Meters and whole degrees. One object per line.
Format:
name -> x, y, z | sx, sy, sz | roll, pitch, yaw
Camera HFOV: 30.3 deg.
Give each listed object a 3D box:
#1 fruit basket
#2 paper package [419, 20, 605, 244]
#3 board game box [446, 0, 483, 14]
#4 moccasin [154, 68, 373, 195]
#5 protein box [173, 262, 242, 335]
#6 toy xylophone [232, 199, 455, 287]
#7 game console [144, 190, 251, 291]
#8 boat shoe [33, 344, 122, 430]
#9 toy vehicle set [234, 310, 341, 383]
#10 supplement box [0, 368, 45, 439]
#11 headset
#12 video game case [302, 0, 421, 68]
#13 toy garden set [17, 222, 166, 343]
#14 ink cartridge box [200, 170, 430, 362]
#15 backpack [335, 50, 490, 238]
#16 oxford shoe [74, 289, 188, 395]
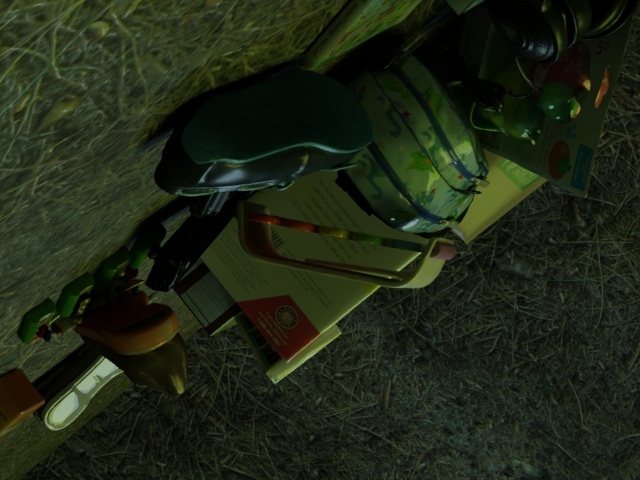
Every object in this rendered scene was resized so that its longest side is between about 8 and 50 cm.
fruit basket -> 0.330, -0.262, 1.756 | 0.353, 0.166, 0.326 | -129, -132, -67
paper package -> 0.284, -0.212, 2.101 | 0.325, 0.309, 0.168 | -40, 134, 17
board game box -> 0.337, -0.460, 1.554 | 0.319, 0.066, 0.318 | -36, 176, -39
moccasin -> -0.070, -0.125, 1.384 | 0.117, 0.137, 0.342 | -36, 165, 34
protein box -> -0.184, 0.087, 2.603 | 0.201, 0.136, 0.200 | -39, 176, 9
toy xylophone -> 0.035, 0.011, 1.728 | 0.236, 0.323, 0.081 | 8, 93, -79
game console -> -0.136, -0.073, 1.646 | 0.213, 0.044, 0.361 | -52, 178, -37
boat shoe -> -0.447, 0.236, 2.368 | 0.335, 0.095, 0.112 | -42, 142, -17
toy vehicle set -> -0.071, 0.172, 2.394 | 0.166, 0.035, 0.267 | -38, -153, -2
supplement box -> -0.577, 0.317, 1.998 | 0.233, 0.078, 0.080 | -41, 176, 23
headset -> 0.290, -0.324, 1.530 | 0.243, 0.185, 0.394 | -28, 156, -41
video game case -> 0.093, -0.301, 1.433 | 0.212, 0.023, 0.193 | -35, 175, -44
toy garden set -> -0.339, 0.090, 1.770 | 0.244, 0.049, 0.204 | -37, 176, -28
ink cartridge box -> 0.000, 0.000, 2.205 | 0.385, 0.279, 0.160 | -38, 177, -2
backpack -> 0.120, -0.146, 1.773 | 0.273, 0.290, 0.356 | -31, 170, 27
oxford shoe -> -0.301, 0.168, 1.878 | 0.130, 0.132, 0.364 | -27, -165, -17
